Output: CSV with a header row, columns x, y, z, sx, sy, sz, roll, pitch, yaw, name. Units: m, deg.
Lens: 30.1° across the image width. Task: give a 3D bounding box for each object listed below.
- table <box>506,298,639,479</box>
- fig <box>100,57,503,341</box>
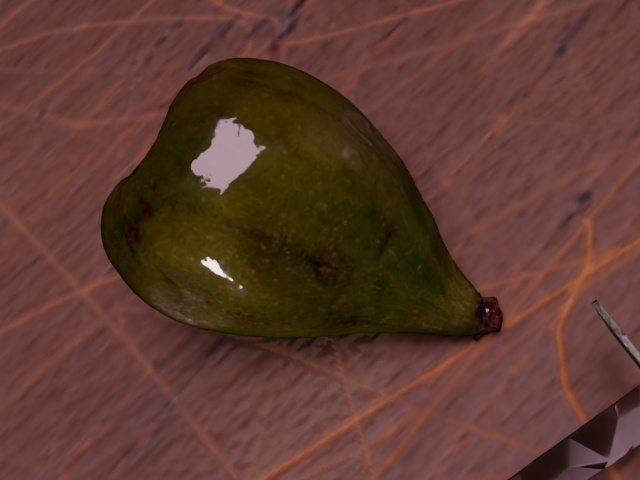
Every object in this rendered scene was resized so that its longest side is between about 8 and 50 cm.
x,y,z,sx,sy,sz,roll,pitch,yaw,name
0.112,0.141,0.491,0.146,0.062,0.175,-38,63,7,table
-0.010,-0.003,0.582,0.126,0.184,0.133,14,74,59,fig
